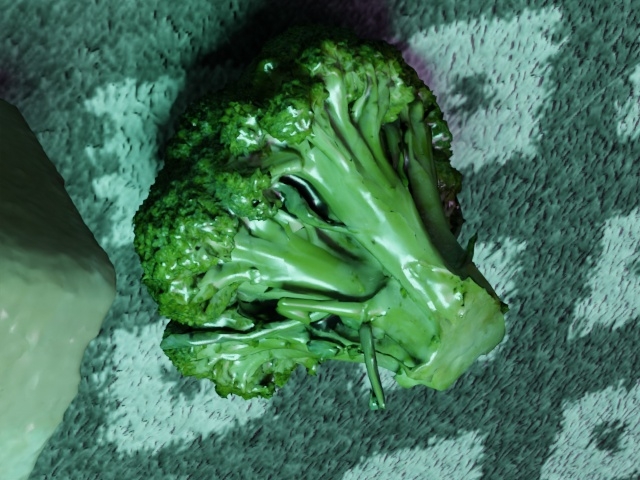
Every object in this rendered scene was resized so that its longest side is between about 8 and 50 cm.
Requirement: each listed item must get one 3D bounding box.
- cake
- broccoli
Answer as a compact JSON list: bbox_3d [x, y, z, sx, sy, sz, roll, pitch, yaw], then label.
[{"bbox_3d":[-0.304,0.028,1.012,0.230,0.309,0.237,12,116,-41],"label":"cake"},{"bbox_3d":[0.000,0.000,1.193,0.304,0.283,0.321,-53,153,3],"label":"broccoli"}]
